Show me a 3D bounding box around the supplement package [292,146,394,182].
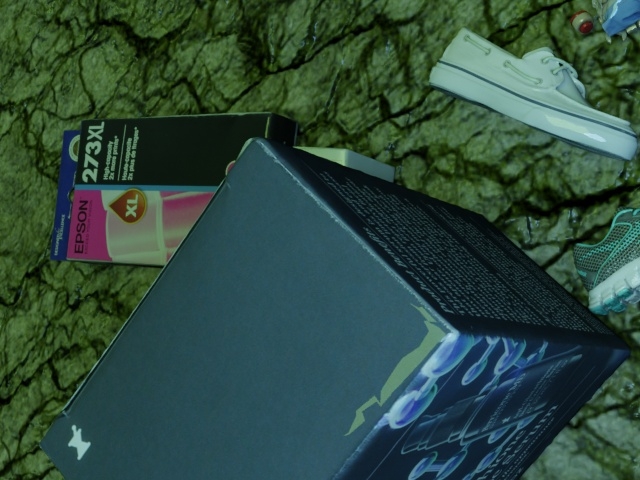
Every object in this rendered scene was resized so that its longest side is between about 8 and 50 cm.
[{"bbox_3d":[0.000,0.000,1.062,0.105,0.105,0.179,4,85,33],"label":"supplement package"}]

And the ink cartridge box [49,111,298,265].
[{"bbox_3d":[-0.200,-0.056,1.223,0.371,0.069,0.175,2,84,35],"label":"ink cartridge box"}]

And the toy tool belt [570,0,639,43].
[{"bbox_3d":[0.276,-0.209,0.951,0.083,0.052,0.051,-37,57,23],"label":"toy tool belt"}]

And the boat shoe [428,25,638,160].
[{"bbox_3d":[0.201,-0.145,0.969,0.226,0.083,0.075,29,100,32],"label":"boat shoe"}]

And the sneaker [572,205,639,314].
[{"bbox_3d":[0.292,-0.006,0.908,0.166,0.065,0.076,-37,62,21],"label":"sneaker"}]

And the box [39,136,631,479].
[{"bbox_3d":[0.035,0.123,0.851,0.212,0.395,0.293,45,107,29],"label":"box"}]
